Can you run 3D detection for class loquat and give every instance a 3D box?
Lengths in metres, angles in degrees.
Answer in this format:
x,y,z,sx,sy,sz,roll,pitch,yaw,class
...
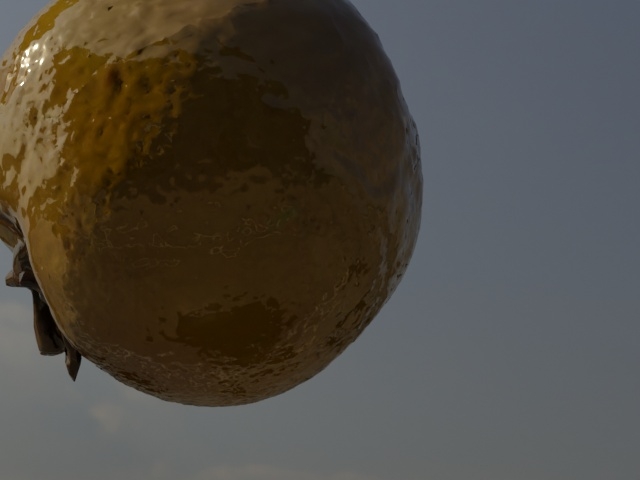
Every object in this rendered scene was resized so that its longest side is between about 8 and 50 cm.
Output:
x,y,z,sx,sy,sz,roll,pitch,yaw,class
-0.055,-0.027,0.665,0.208,0.208,0.208,2,-19,1,loquat
